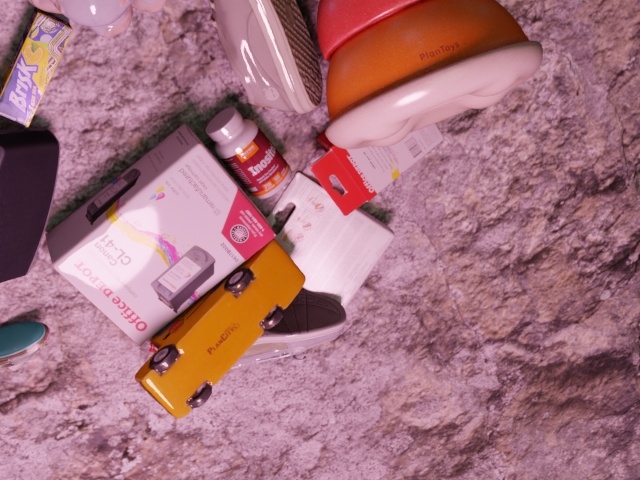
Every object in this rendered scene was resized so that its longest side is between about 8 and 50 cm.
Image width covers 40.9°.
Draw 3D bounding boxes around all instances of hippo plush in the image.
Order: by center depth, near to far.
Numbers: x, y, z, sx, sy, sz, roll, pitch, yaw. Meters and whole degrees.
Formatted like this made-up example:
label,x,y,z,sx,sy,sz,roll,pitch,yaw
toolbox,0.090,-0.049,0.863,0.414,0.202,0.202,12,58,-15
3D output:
label,x,y,z,sx,sy,sz,roll,pitch,yaw
hippo plush,-0.288,-0.413,1.184,0.234,0.236,0.295,-2,113,-21

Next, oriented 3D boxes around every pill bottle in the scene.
label,x,y,z,sx,sy,sz,roll,pitch,yaw
pill bottle,-0.124,-0.149,1.457,0.086,0.086,0.152,-41,121,-1

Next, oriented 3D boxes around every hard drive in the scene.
label,x,y,z,sx,sy,sz,roll,pitch,yaw
hard drive,-0.485,-0.045,1.320,0.054,0.172,0.255,25,108,16

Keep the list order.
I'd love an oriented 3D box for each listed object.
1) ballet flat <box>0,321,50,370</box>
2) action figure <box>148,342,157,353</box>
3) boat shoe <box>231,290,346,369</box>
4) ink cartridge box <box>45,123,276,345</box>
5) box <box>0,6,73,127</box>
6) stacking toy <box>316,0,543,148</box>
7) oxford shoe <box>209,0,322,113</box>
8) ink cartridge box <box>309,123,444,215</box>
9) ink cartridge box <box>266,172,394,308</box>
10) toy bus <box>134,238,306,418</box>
label,x,y,z,sx,sy,sz,roll,pitch,yaw
ballet flat,-0.560,0.200,1.455,0.221,0.077,0.079,-19,137,-8
action figure,-0.283,0.149,1.556,0.030,0.038,0.115,17,108,-4
boat shoe,-0.108,0.180,1.589,0.320,0.118,0.103,-14,132,-4
ink cartridge box,-0.265,-0.008,1.439,0.306,0.131,0.226,-41,121,-2
box,-0.438,-0.261,1.299,0.059,0.054,0.169,23,103,-28
stacking toy,0.103,-0.407,1.313,0.350,0.350,0.480,-20,90,-12
oxford shoe,-0.122,-0.394,1.322,0.130,0.169,0.450,-8,120,22
ink cartridge box,0.090,-0.169,1.538,0.231,0.078,0.134,-39,120,-2
ink cartridge box,0.000,0.000,1.608,0.224,0.056,0.181,33,99,-11
toy bus,-0.174,0.140,1.463,0.333,0.130,0.108,-47,116,-19
